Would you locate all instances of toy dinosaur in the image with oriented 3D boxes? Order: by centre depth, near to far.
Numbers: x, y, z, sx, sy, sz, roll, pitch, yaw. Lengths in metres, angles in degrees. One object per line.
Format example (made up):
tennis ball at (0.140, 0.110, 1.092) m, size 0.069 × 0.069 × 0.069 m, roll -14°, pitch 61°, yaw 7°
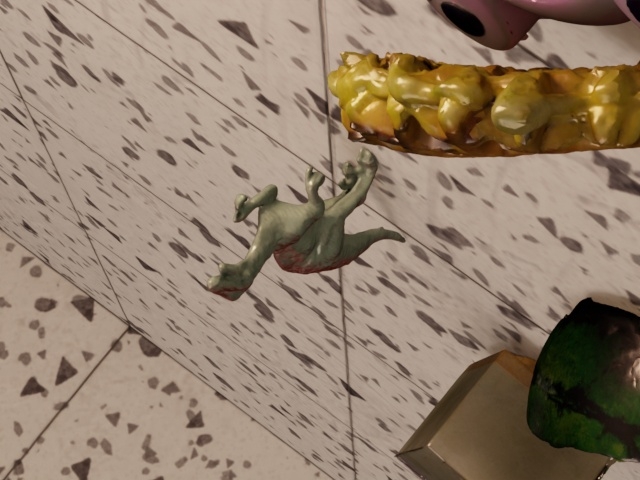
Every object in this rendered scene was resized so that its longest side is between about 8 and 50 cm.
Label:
toy dinosaur at (0.000, 0.000, 1.536) m, size 0.053 × 0.167 × 0.242 m, roll 27°, pitch 177°, yaw 28°

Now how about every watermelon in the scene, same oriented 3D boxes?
watermelon at (0.245, 0.120, 1.419) m, size 0.129 × 0.123 × 0.301 m, roll 21°, pitch 175°, yaw -21°

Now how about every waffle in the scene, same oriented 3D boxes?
waffle at (0.137, -0.072, 0.915) m, size 0.243 × 0.058 × 0.238 m, roll -3°, pitch -176°, yaw -17°

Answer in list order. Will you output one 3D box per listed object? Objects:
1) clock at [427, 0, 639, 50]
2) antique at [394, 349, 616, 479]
clock at (0.080, -0.197, 0.837) m, size 0.248 × 0.090 × 0.227 m, roll 46°, pitch 165°, yaw -23°
antique at (0.180, 0.195, 1.692) m, size 0.152 × 0.148 × 0.147 m, roll 40°, pitch 165°, yaw -2°
